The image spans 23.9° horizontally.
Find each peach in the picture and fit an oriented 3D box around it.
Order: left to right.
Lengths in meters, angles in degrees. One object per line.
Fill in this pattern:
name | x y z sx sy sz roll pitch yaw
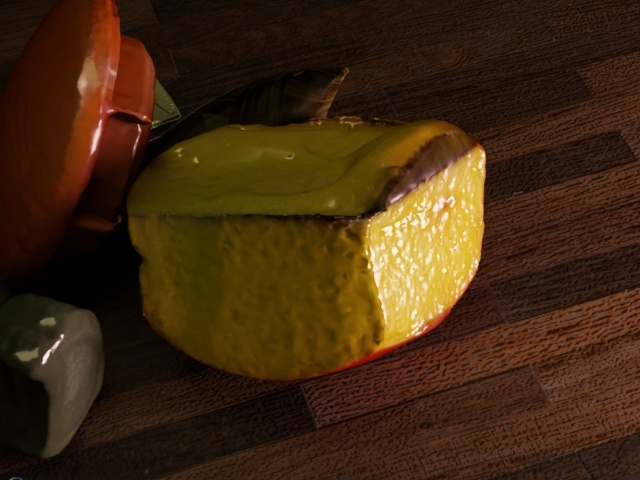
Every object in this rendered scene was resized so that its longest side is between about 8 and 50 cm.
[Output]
peach | 0.000 0.000 1.686 0.381 0.242 0.306 -7 26 13

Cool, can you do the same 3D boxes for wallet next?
wallet | -0.270 -0.158 1.986 0.155 0.039 0.110 -26 49 -16

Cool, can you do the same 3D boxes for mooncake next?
mooncake | -0.306 0.145 1.624 0.104 0.175 0.168 13 7 11

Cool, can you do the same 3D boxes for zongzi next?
zongzi | -0.106 -0.130 1.814 0.248 0.241 0.111 -28 87 -22

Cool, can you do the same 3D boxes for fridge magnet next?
fridge magnet | -0.303 -0.118 1.773 0.155 0.363 0.363 15 43 -23

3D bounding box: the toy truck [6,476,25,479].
toy truck | -0.299 0.278 1.576 0.136 0.063 0.074 -33 76 -20
